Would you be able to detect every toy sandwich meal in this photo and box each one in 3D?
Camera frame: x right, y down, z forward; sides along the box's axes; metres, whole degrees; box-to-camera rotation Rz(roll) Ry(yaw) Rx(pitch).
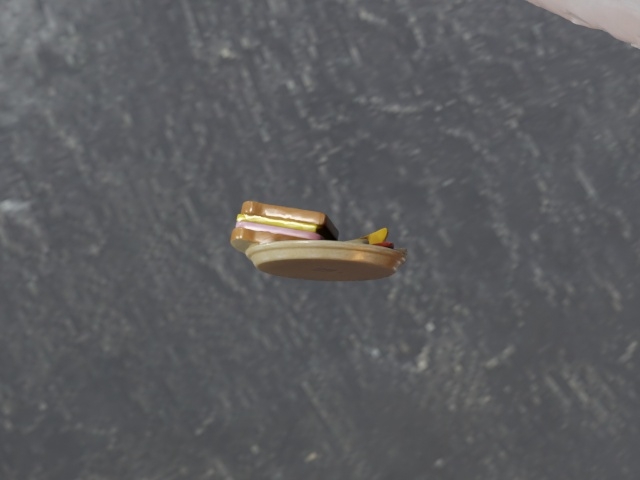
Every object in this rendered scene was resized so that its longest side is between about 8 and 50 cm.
[{"bbox_3d":[0.000,0.000,0.849,0.085,0.085,0.029,-6,77,39],"label":"toy sandwich meal"}]

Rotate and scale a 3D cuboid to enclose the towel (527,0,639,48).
[{"bbox_3d":[0.088,-0.179,0.641,0.332,0.053,0.317,34,165,45],"label":"towel"}]
